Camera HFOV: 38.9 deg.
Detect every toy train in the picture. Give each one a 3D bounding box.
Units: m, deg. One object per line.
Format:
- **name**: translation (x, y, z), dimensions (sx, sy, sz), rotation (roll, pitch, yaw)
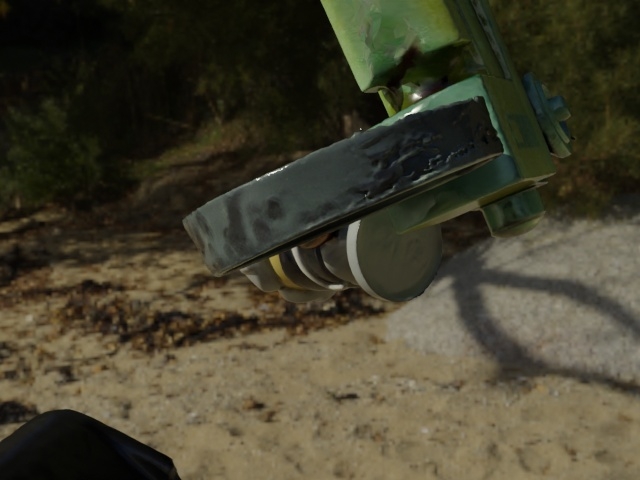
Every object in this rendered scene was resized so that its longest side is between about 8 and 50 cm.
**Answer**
- **toy train**: translation (0.101, -0.185, 0.838), dimensions (0.160, 0.397, 0.253), rotation (-23, -5, 27)

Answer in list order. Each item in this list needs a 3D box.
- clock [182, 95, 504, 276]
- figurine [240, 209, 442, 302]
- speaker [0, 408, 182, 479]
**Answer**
- **clock**: translation (0.017, -0.036, 0.632), dimensions (0.226, 0.049, 0.226), rotation (-22, -1, -1)
- **figurine**: translation (0.000, 0.000, 0.994), dimensions (0.176, 0.133, 0.236), rotation (27, -15, -33)
- **speaker**: translation (-0.174, 0.248, 0.532), dimensions (0.184, 0.180, 0.388), rotation (26, 13, 6)
